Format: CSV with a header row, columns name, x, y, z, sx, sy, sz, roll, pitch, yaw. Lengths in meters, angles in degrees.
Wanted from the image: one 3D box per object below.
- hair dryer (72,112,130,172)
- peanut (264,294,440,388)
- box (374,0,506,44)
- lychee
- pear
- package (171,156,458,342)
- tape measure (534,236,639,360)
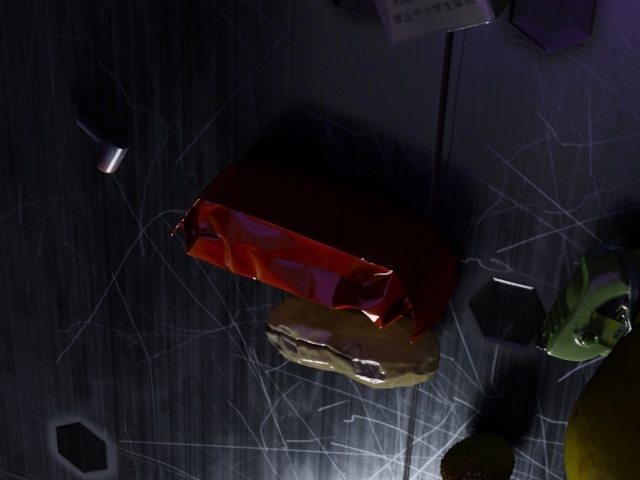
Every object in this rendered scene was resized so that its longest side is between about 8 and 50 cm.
name,x,y,z,sx,sy,sz,roll,pitch,yaw
hair dryer,-0.369,-0.169,2.071,0.114,0.037,0.063,43,129,6
peanut,0.048,0.161,2.010,0.290,0.130,0.130,13,123,21
box,0.130,-0.402,1.670,0.168,0.071,0.259,-8,114,29
lychee,0.252,0.377,2.049,0.114,0.114,0.146,43,110,-3
pear,0.502,0.274,1.657,0.362,0.362,0.418,7,103,21
package,-0.001,0.000,1.894,0.423,0.196,0.123,22,124,11
tape measure,0.423,0.088,1.797,0.175,0.106,0.200,16,123,-7
